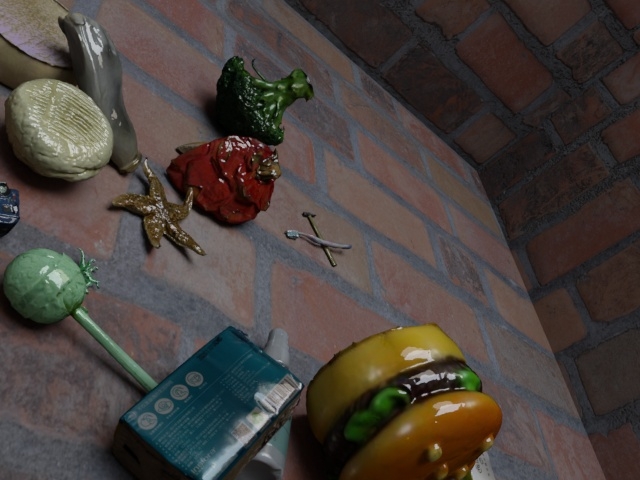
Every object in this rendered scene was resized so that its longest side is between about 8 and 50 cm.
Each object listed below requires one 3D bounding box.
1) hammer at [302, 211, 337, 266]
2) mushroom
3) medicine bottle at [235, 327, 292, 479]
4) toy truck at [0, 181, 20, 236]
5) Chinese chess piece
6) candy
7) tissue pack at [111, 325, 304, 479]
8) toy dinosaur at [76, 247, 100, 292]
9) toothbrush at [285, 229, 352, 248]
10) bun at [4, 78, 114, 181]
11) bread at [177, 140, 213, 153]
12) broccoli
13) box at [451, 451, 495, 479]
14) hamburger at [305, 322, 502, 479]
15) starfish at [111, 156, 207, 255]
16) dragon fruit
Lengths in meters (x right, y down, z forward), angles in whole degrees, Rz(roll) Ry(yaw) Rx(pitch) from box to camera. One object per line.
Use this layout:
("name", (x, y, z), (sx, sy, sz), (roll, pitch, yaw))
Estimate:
("hammer", (0.005, -0.005, 1.878), (0.062, 0.013, 0.199), (4, 53, -54))
("mushroom", (-0.477, -0.317, 1.330), (0.109, 0.097, 0.352), (-62, 144, -64))
("medicine bottle", (-0.107, 0.317, 1.228), (0.110, 0.110, 0.352), (39, 30, -21))
("toy truck", (-0.601, -0.059, 0.990), (0.201, 0.074, 0.088), (11, 52, -50))
("Chinese chess piece", (-0.648, -0.447, 1.341), (0.270, 0.112, 0.270), (35, 33, -27))
("candy", (-0.358, 0.186, 1.049), (0.440, 0.119, 0.119), (49, 27, -18))
("tissue pack", (-0.184, 0.301, 1.017), (0.192, 0.134, 0.271), (35, 42, 17))
("toy dinosaur", (-0.445, 0.060, 1.135), (0.083, 0.021, 0.062), (46, 41, -12))
("toothbrush", (0.000, 0.000, 1.833), (0.269, 0.021, 0.027), (12, 60, -41))
("bun", (-0.527, -0.207, 1.213), (0.220, 0.134, 0.221), (35, 38, -33))
("bread", (-0.288, -0.250, 1.600), (0.105, 0.152, 0.077), (55, 27, -3))
("broccoli", (-0.180, -0.431, 1.842), (0.298, 0.297, 0.297), (61, -7, 13))
("box", (0.305, 0.563, 1.452), (0.111, 0.194, 0.261), (30, 33, -34))
("hamburger", (0.169, 0.386, 1.268), (0.395, 0.396, 0.277), (19, 32, -45))
("starfish", (-0.361, -0.067, 1.366), (0.235, 0.062, 0.277), (-14, 72, -59))
("dragon fruit", (-0.202, -0.147, 1.541), (0.316, 0.205, 0.152), (13, 47, -49))
